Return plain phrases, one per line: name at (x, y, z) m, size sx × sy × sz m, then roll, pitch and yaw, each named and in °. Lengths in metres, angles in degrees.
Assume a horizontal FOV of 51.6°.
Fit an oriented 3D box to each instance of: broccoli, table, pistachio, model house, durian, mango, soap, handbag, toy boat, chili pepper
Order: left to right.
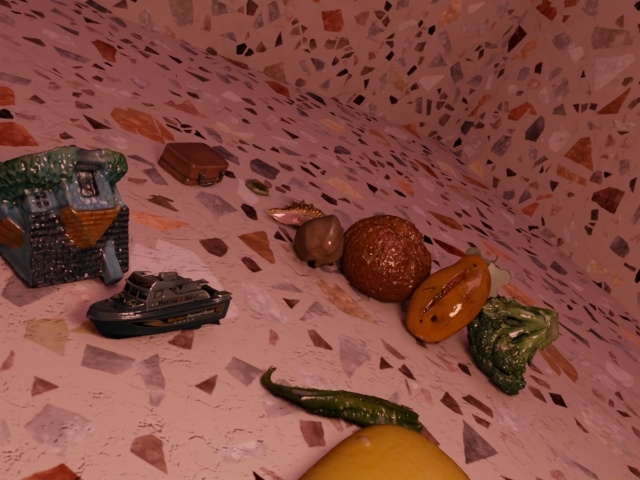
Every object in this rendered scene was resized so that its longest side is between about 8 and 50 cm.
model house at (-0.486, -0.025, 1.276) m, size 0.261 × 0.225 × 0.241 m, roll -12°, pitch 77°, yaw -55°
toy boat at (-0.311, 0.120, 1.268) m, size 0.114 × 0.122 × 0.296 m, roll 17°, pitch 13°, yaw 39°
handbag at (-0.367, -0.226, 1.960) m, size 0.151 × 0.072 × 0.193 m, roll 38°, pitch 22°, yaw 17°
durian at (-0.067, -0.086, 2.027) m, size 0.224 × 0.078 × 0.140 m, roll 11°, pitch 30°, yaw -41°
pistachio at (0.000, 0.000, 1.867) m, size 0.137 × 0.153 × 0.238 m, roll 38°, pitch -7°, yaw -7°
chili pepper at (0.052, 0.334, 1.349) m, size 0.358 × 0.076 × 0.085 m, roll 23°, pitch 49°, yaw -18°
soap at (0.133, 0.459, 1.132) m, size 0.306 × 0.115 × 0.427 m, roll 39°, pitch 23°, yaw 27°
mango at (0.353, 0.153, 1.809) m, size 0.177 × 0.295 × 0.120 m, roll 37°, pitch -9°, yaw 40°
table at (0.489, 0.136, 2.097) m, size 0.166 × 0.198 × 0.167 m, roll 25°, pitch 24°, yaw -12°
broccoli at (0.534, 0.272, 1.833) m, size 0.265 × 0.245 × 0.295 m, roll 51°, pitch 44°, yaw -23°

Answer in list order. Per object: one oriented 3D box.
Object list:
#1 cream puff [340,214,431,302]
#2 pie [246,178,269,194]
cream puff at (0.199, 0.041, 1.929) m, size 0.302 × 0.212 × 0.303 m, roll 26°, pitch 28°, yaw -15°
pie at (-0.202, -0.173, 2.116) m, size 0.085 × 0.017 × 0.085 m, roll 26°, pitch 23°, yaw -12°
